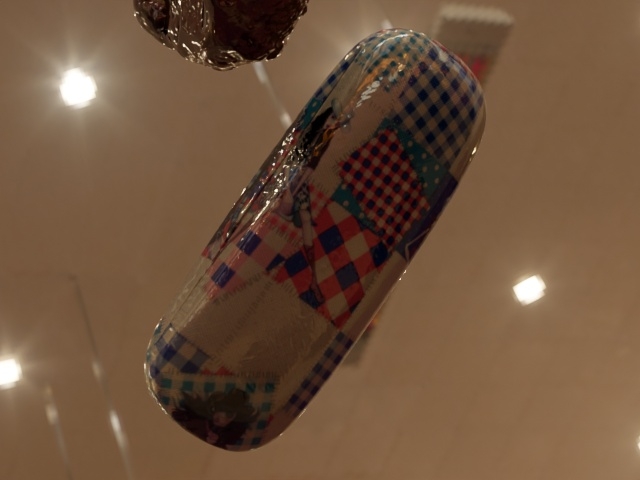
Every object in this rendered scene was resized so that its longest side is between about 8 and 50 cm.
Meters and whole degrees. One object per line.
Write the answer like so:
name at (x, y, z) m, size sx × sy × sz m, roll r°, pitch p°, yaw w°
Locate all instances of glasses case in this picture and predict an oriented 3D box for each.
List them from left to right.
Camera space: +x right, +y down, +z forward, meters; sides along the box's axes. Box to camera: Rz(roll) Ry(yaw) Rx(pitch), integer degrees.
glasses case at (0.000, 0.000, 1.306) m, size 0.125 × 0.076 × 0.327 m, roll 37°, pitch -94°, yaw -31°

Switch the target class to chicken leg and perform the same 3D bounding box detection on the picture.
chicken leg at (-0.052, -0.196, 1.217) m, size 0.096 × 0.407 × 0.158 m, roll -13°, pitch -86°, yaw -18°
